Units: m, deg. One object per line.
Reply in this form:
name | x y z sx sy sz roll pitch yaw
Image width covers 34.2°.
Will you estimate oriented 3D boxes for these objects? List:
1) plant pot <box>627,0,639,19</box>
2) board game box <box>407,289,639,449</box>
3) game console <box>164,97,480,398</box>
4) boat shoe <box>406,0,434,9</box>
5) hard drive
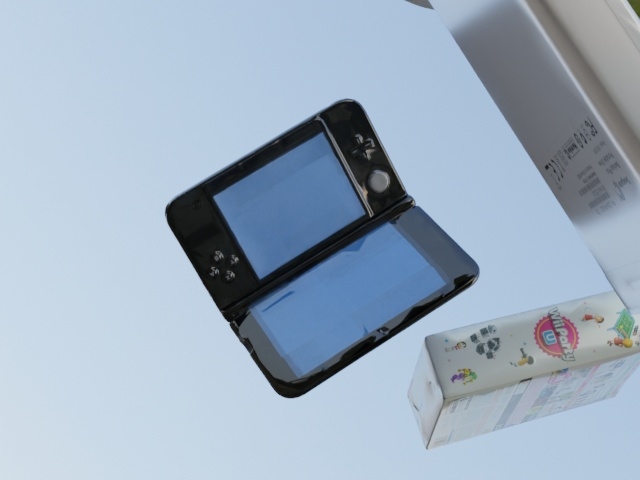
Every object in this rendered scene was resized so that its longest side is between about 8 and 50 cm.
plant pot | 0.372 -0.256 1.004 0.276 0.254 0.276 31 -32 22
board game box | 0.287 0.180 1.450 0.224 0.303 0.097 95 -19 -63
game console | 0.000 0.000 1.270 0.250 0.293 0.173 61 -12 -17
boat shoe | 0.023 -0.365 1.050 0.367 0.156 0.136 23 -65 -29
hard drive | 0.130 -0.120 0.624 0.353 0.047 0.233 58 1 7
